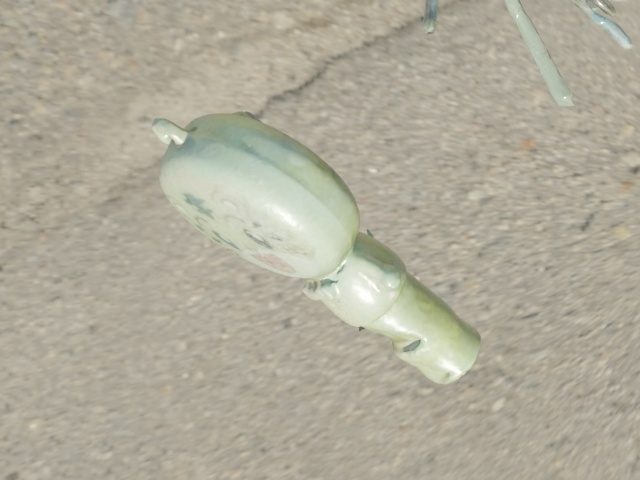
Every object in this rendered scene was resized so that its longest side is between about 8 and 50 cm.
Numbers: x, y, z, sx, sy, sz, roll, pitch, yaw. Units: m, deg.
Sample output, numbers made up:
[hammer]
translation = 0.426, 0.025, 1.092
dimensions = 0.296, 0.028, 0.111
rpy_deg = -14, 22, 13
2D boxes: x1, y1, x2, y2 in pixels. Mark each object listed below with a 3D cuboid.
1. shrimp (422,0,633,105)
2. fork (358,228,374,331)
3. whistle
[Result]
[shrimp]
translation = 0.134, -0.176, 0.755
dimensions = 0.221, 0.410, 0.166
rpy_deg = -41, 100, 9
[fork]
translation = 0.043, 0.048, 1.558
dimensions = 0.039, 0.235, 0.021
rpy_deg = -33, 109, 13
[whistle]
translation = 0.000, 0.000, 0.946
dimensions = 0.258, 0.126, 0.067
rpy_deg = 40, 71, -22
